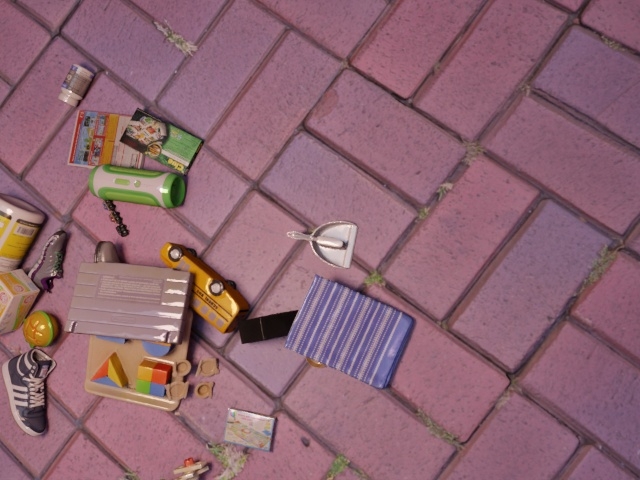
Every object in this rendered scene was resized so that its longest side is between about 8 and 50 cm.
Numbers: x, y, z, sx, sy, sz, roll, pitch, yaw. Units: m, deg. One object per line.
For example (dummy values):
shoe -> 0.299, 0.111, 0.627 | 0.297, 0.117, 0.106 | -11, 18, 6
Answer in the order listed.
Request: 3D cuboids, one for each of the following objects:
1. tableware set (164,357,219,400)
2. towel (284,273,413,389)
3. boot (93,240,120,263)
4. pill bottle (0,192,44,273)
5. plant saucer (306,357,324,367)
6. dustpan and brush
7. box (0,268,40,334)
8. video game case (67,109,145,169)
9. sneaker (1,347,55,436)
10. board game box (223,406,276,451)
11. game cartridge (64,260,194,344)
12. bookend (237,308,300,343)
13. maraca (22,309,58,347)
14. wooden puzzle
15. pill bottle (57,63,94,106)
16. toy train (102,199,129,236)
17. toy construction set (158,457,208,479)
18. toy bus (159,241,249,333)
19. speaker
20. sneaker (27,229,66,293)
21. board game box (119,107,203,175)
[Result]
tableware set -> -0.405, 0.440, 1.679 | 0.169, 0.020, 0.141 | 4, 99, -24
towel -> 0.088, 0.277, 1.581 | 0.336, 0.040, 0.243 | 24, 88, -4
boot -> -0.603, 0.150, 1.749 | 0.223, 0.118, 0.338 | -11, 96, 7
pill bottle -> -1.115, 0.018, 1.818 | 0.188, 0.188, 0.334 | 29, 90, 13
plant saucer -> -0.005, 0.354, 1.649 | 0.083, 0.015, 0.083 | -1, 83, 11
dustpan and brush -> 0.000, 0.000, 1.663 | 0.211, 0.060, 0.147 | 10, 86, 12
box -> -1.068, 0.212, 1.803 | 0.114, 0.103, 0.203 | 43, 112, 13
video game case -> -0.745, -0.347, 1.867 | 0.285, 0.025, 0.204 | 9, 86, 12
sneaker -> -0.958, 0.502, 1.781 | 0.153, 0.099, 0.282 | -31, 76, 8
board game box -> -0.222, 0.592, 1.661 | 0.154, 0.026, 0.103 | 9, 86, 12
game cartridge -> -0.578, 0.186, 1.617 | 0.355, 0.068, 0.230 | 6, 70, 5
bookend -> -0.151, 0.268, 1.649 | 0.157, 0.156, 0.072 | -22, 76, 53
maraca -> -0.966, 0.306, 1.808 | 0.186, 0.099, 0.127 | -20, 82, 34
wooden puzzle -> -0.588, 0.356, 1.676 | 0.322, 0.080, 0.347 | 12, 99, 3
pill bottle -> -0.874, -0.551, 1.888 | 0.078, 0.078, 0.137 | 27, 89, 13
toy train -> -0.712, -0.080, 1.833 | 0.036, 0.027, 0.158 | -35, 79, 17
toy construction set -> -0.421, 0.841, 1.611 | 0.215, 0.151, 0.327 | -20, 71, 33
toy bus -> -0.384, 0.145, 1.701 | 0.333, 0.108, 0.130 | 37, 94, 12
speaker -> -0.612, -0.181, 1.770 | 0.297, 0.131, 0.131 | 8, 86, 12
sneaker -> -0.919, 0.073, 1.838 | 0.098, 0.083, 0.223 | 35, 103, 3
board game box -> -0.543, -0.337, 1.808 | 0.260, 0.030, 0.136 | 28, 86, 6
